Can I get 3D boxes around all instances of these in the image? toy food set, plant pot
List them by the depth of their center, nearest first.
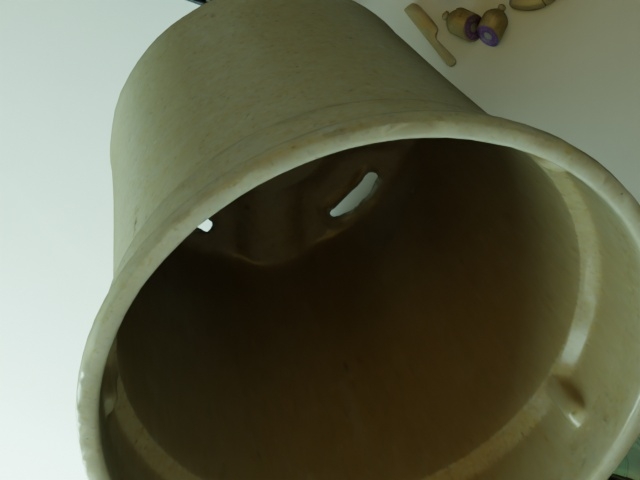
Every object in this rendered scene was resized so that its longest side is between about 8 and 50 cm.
[{"bbox_3d":[0.000,0.000,0.979,0.334,0.334,0.305,-40,35,11],"label":"plant pot"},{"bbox_3d":[0.120,-0.183,1.127,0.122,0.019,0.078,-39,79,11],"label":"toy food set"}]

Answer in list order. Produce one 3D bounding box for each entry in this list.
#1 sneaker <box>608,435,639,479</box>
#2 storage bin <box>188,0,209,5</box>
[{"bbox_3d":[0.145,0.119,1.045,0.256,0.151,0.094,39,100,15],"label":"sneaker"},{"bbox_3d":[-0.084,-0.213,1.132,0.180,0.122,0.084,20,94,15],"label":"storage bin"}]
